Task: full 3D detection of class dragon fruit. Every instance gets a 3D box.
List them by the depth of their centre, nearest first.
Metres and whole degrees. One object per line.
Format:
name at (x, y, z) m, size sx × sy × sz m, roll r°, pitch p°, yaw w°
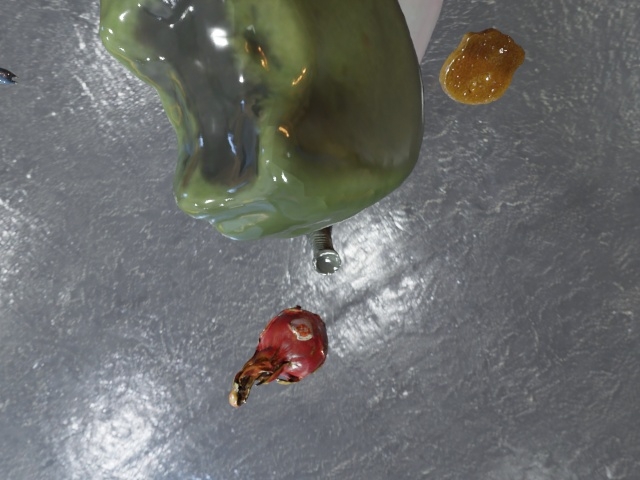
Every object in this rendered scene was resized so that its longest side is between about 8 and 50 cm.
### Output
dragon fruit at (-0.046, 0.144, 0.690) m, size 0.094 × 0.190 × 0.094 m, roll 8°, pitch 109°, yaw 23°

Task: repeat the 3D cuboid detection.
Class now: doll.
doll at (-0.617, -0.305, 0.993) m, size 0.125 × 0.037 × 0.027 m, roll 9°, pitch 140°, yaw -28°

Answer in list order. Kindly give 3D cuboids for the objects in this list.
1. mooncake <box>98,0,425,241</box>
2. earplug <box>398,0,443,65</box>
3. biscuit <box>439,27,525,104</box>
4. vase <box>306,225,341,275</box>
mooncake at (-0.044, -0.179, 0.576) m, size 0.187 × 0.351 × 0.351 m, roll -15°, pitch 113°, yaw 40°
earplug at (0.107, -0.334, 0.855) m, size 0.172 × 0.172 × 0.301 m, roll 18°, pitch 119°, yaw -8°
biscuit at (0.536, -0.577, 1.842) m, size 0.272 × 0.049 × 0.257 m, roll 8°, pitch 126°, yaw -28°
vase at (0.000, 0.000, 1.512) m, size 0.115 × 0.237 × 0.116 m, roll -3°, pitch 121°, yaw -6°
